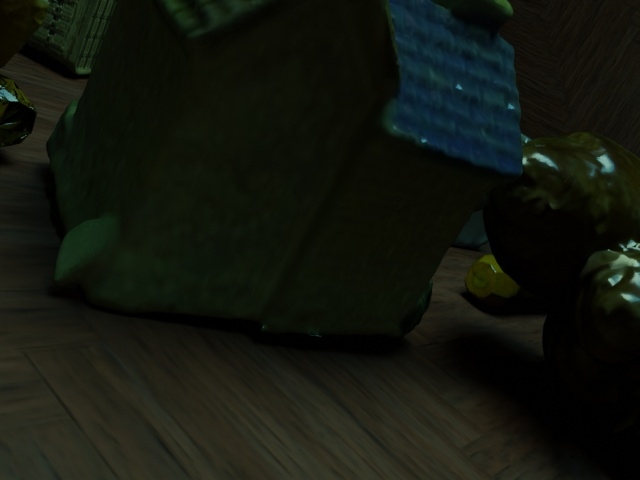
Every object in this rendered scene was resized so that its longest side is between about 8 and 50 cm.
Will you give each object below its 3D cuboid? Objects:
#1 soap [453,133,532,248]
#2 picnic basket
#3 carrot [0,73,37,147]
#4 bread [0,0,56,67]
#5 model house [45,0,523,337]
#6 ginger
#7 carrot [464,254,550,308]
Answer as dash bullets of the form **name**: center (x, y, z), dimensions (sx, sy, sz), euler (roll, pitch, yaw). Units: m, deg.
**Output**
- **soap**: center (0.097, -0.191, 1.103), dimensions (0.435, 0.212, 0.350), euler (39, 17, 31)
- **picnic basket**: center (-0.304, -0.357, 0.913), dimensions (0.175, 0.227, 0.313), euler (26, 15, -1)
- **carrot**: center (-0.319, -0.140, 0.511), dimensions (0.229, 0.068, 0.069), euler (31, 16, 11)
- **bread**: center (-0.351, -0.232, 0.620), dimensions (0.129, 0.134, 0.260), euler (28, 13, -45)
- **model house**: center (-0.018, -0.102, 0.498), dimensions (0.321, 0.266, 0.261), euler (10, 31, -36)
- **ginger**: center (0.250, 0.049, 0.603), dimensions (0.357, 0.153, 0.274), euler (60, 28, -22)
- **carrot**: center (0.291, 0.067, 0.917), dimensions (0.314, 0.066, 0.066), euler (13, 22, -50)
